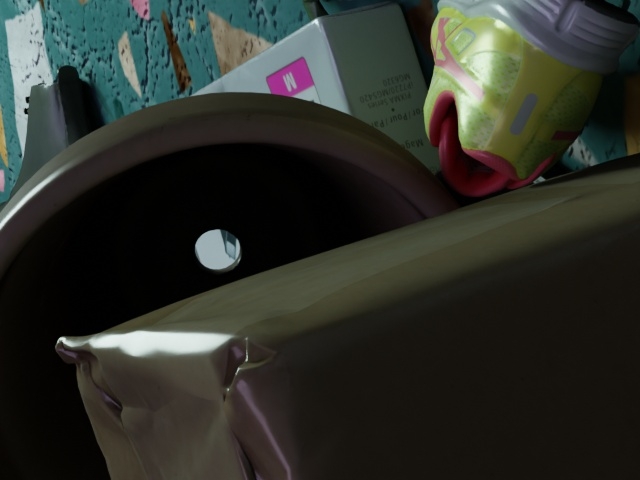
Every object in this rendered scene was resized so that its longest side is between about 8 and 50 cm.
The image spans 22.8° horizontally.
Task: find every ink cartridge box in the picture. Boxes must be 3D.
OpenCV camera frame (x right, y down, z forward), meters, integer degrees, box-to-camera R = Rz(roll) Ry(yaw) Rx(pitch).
[{"bbox_3d":[0.000,0.000,1.012,0.275,0.060,0.239,-18,90,63],"label":"ink cartridge box"}]

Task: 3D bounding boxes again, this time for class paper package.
[{"bbox_3d":[0.111,0.133,0.601,0.168,0.325,0.309,-4,102,61],"label":"paper package"}]

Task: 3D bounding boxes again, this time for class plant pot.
[{"bbox_3d":[-0.049,0.040,0.813,0.229,0.263,0.263,-111,11,-73],"label":"plant pot"}]

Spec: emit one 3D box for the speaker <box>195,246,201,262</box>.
[{"bbox_3d":[-0.097,0.052,1.225,0.055,0.055,0.136,25,127,54],"label":"speaker"}]

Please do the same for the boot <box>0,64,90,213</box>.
[{"bbox_3d":[-0.246,-0.073,1.413,0.198,0.077,0.137,-10,94,49],"label":"boot"}]

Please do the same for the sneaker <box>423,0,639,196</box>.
[{"bbox_3d":[0.077,-0.066,0.717,0.208,0.081,0.094,-43,-22,-88],"label":"sneaker"}]

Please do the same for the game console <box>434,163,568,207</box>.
[{"bbox_3d":[0.100,0.019,0.829,0.122,0.107,0.071,45,172,40],"label":"game console"}]

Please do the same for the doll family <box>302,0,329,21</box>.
[{"bbox_3d":[-0.035,-0.216,0.931,0.111,0.076,0.193,14,114,63],"label":"doll family"}]
